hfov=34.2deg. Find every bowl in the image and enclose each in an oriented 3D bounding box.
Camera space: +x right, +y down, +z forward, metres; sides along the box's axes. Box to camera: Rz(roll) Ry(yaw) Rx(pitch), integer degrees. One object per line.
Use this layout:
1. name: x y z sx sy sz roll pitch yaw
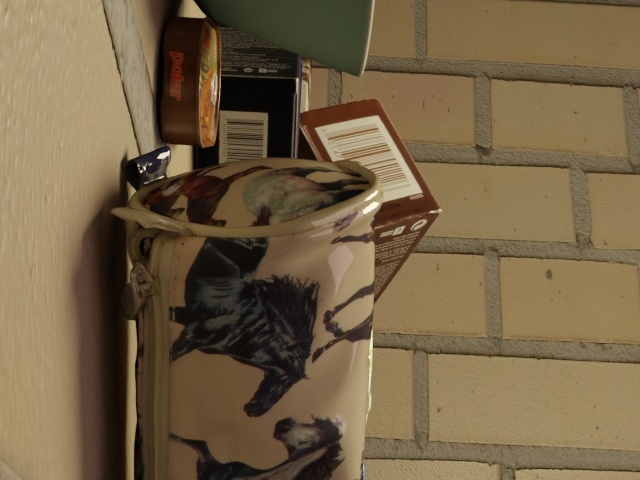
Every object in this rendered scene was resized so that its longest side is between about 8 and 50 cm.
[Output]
1. bowl: -0.035 -0.295 0.861 0.311 0.163 0.311 -178 -90 -89

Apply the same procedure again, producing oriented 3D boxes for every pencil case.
1. pencil case: -0.060 0.146 0.713 0.160 0.184 0.410 31 -58 53

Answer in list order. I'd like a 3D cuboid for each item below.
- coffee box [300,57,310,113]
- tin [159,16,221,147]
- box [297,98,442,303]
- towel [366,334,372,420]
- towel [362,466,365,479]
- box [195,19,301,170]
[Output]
1. coffee box: -0.077 -0.218 1.722 0.297 0.119 0.168 -89 -178 -67
2. tin: -0.108 -0.134 0.882 0.189 0.040 0.106 -99 -164 -85
3. box: 0.000 0.000 1.429 0.191 0.143 0.381 63 -30 23
4. towel: -0.043 0.127 1.248 0.374 0.090 0.320 134 -41 -56
5. towel: -0.064 0.381 1.016 0.040 0.243 0.336 38 42 -41
6. box: -0.076 -0.152 1.156 0.207 0.108 0.153 -88 -179 -58
